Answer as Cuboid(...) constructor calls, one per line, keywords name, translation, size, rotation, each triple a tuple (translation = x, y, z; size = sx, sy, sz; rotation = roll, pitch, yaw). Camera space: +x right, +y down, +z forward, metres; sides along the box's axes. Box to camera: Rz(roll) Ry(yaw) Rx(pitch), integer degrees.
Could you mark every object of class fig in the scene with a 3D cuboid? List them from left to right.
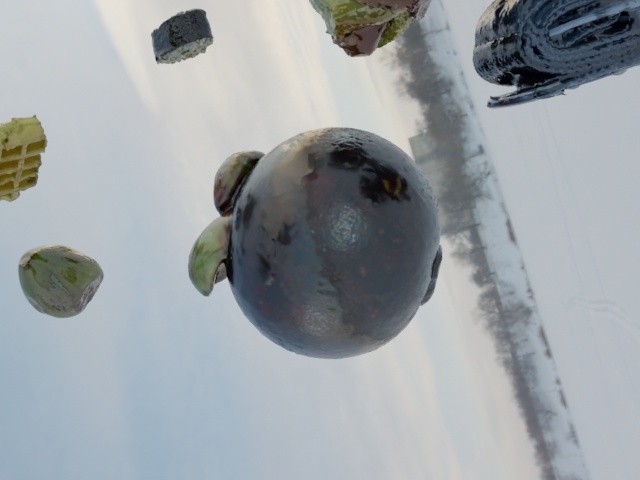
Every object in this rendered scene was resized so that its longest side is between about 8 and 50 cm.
Cuboid(name="fig", translation=(-0.538, 0.077, 1.258), size=(0.165, 0.154, 0.144), rotation=(47, -129, -39))

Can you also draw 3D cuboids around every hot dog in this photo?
Cuboid(name="hot dog", translation=(0.077, -0.276, 0.596), size=(0.103, 0.213, 0.146), rotation=(46, -146, 23))

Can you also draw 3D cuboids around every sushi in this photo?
Cuboid(name="sushi", translation=(-0.278, -0.399, 1.225), size=(0.091, 0.150, 0.078), rotation=(-28, -75, -45))

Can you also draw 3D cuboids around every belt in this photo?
Cuboid(name="belt", translation=(0.260, -0.219, 0.628), size=(0.128, 0.218, 0.122), rotation=(-150, 42, -76))

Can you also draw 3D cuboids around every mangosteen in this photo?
Cuboid(name="mangosteen", translation=(0.000, 0.000, 0.722), size=(0.288, 0.288, 0.287), rotation=(-17, -90, -74))

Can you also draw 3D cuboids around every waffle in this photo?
Cuboid(name="waffle", translation=(-0.601, -0.116, 1.062), size=(0.219, 0.229, 0.057), rotation=(-20, -106, -40))
